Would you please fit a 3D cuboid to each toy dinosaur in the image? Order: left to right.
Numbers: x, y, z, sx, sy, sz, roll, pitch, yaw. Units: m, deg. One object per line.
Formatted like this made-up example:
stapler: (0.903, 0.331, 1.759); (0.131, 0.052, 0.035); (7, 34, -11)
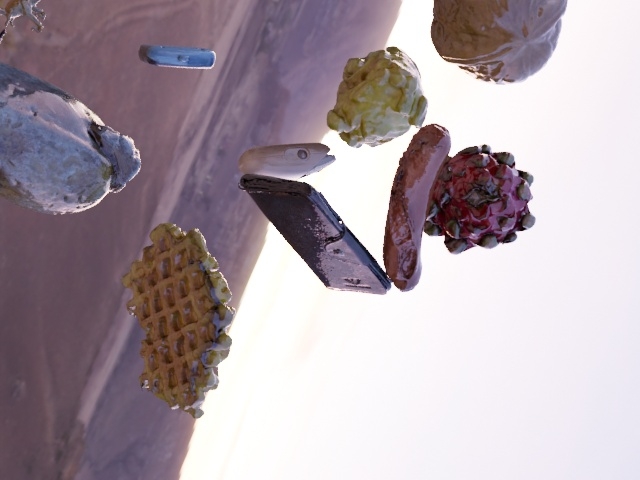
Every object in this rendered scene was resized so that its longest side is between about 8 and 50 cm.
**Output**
toy dinosaur: (-0.719, -0.578, 1.920); (0.039, 0.126, 0.161); (-5, -115, 50)

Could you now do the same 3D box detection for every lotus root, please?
lotus root: (-0.417, -0.143, 1.059); (0.175, 0.350, 0.175); (-31, -135, 37)

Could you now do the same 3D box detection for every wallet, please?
wallet: (0.000, 0.000, 1.386); (0.173, 0.318, 0.045); (9, -120, 40)

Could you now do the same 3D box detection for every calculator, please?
calculator: (-0.359, -0.460, 1.980); (0.293, 0.173, 0.051); (-142, -126, -67)

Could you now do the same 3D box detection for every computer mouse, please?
computer mouse: (-0.083, -0.188, 1.947); (0.145, 0.237, 0.081); (160, -77, -66)

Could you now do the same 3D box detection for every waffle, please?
waffle: (-0.231, 0.124, 1.268); (0.281, 0.058, 0.300); (-55, -129, 31)

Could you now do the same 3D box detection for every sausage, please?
sausage: (0.153, -0.049, 1.339); (0.079, 0.087, 0.326); (-28, 140, -37)

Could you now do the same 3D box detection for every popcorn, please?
popcorn: (0.134, -0.347, 1.956); (0.250, 0.235, 0.242); (-30, -173, 18)

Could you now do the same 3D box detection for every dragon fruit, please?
dragon fruit: (0.267, -0.076, 1.469); (0.273, 0.198, 0.218); (-6, -106, 46)

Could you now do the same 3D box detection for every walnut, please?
walnut: (0.277, -0.352, 1.235); (0.228, 0.228, 0.227); (-156, -90, -84)

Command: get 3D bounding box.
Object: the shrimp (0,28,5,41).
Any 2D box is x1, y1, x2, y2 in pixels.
shrimp: (-0.676, -0.290, 1.423); (0.221, 0.166, 0.410); (-29, 127, -77)
